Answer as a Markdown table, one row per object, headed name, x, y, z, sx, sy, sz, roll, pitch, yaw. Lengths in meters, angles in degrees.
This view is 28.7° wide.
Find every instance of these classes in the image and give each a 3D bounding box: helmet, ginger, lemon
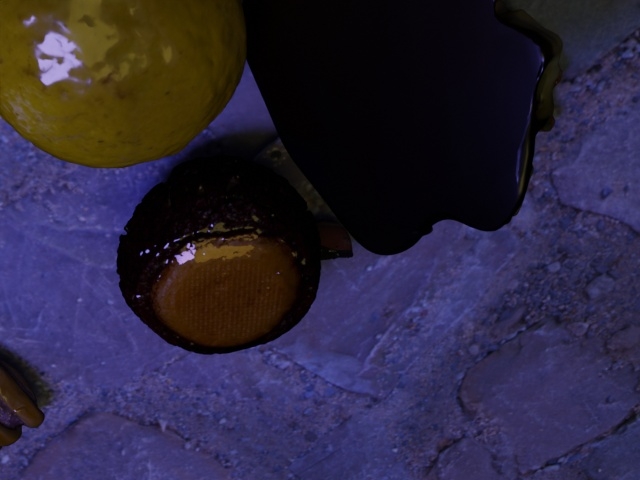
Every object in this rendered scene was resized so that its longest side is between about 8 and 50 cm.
| name | x | y | z | sx | sy | sz | roll | pitch | yaw |
| --- | --- | --- | --- | --- | --- | --- | --- | --- | --- |
| helmet | -0.001 | -0.001 | 1.541 | 0.084 | 0.049 | 0.065 | -8 | 168 | 21 |
| ginger | 0.117 | -0.212 | 1.264 | 0.358 | 0.211 | 0.413 | -4 | 112 | 39 |
| lemon | -0.212 | -0.219 | 1.183 | 0.285 | 0.285 | 0.316 | -36 | 149 | 12 |

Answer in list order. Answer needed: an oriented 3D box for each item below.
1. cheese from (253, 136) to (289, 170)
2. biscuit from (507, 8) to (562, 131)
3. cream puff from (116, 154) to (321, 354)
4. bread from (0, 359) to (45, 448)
| name | x | y | z | sx | sy | sz | roll | pitch | yaw |
| --- | --- | --- | --- | --- | --- | --- | --- | --- | --- |
| cheese | 0.000 | -0.145 | 1.442 | 0.192 | 0.037 | 0.097 | -40 | 124 | 16 |
| biscuit | 0.197 | -0.176 | 1.468 | 0.215 | 0.034 | 0.182 | 22 | 112 | -36 |
| cream puff | -0.116 | 0.012 | 1.444 | 0.239 | 0.165 | 0.239 | -8 | 130 | -9 |
| bread | -0.458 | 0.237 | 1.568 | 0.225 | 0.081 | 0.134 | -35 | 128 | 9 |
